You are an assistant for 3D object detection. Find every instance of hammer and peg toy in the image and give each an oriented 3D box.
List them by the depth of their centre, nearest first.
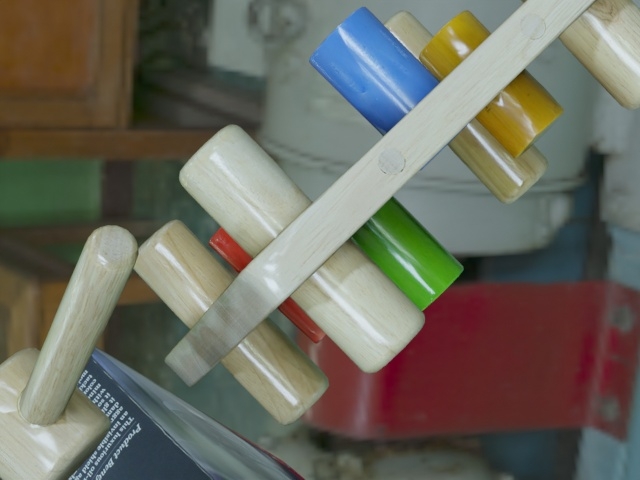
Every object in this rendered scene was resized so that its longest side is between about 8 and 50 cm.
[{"bbox_3d":[0.000,0.000,0.850,0.127,0.361,0.266,46,161,0],"label":"hammer and peg toy"}]

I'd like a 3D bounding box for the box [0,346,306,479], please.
[{"bbox_3d":[-0.090,0.260,1.428,0.183,0.296,0.294,-54,39,0],"label":"box"}]
